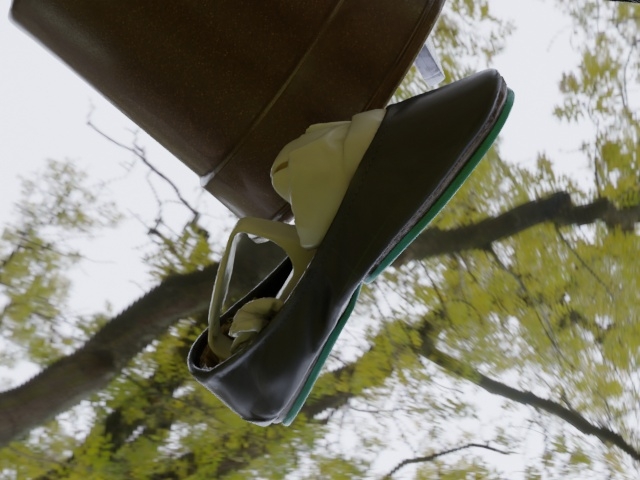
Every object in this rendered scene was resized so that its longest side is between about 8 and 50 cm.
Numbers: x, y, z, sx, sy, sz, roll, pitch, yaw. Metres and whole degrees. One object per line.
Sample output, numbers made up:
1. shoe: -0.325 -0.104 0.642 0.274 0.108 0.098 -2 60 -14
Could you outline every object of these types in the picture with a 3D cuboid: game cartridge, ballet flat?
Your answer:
1. game cartridge: 0.064 -0.146 0.815 0.017 0.083 0.056 -20 -123 15
2. ballet flat: 0.000 0.000 0.494 0.074 0.074 0.203 46 -56 19

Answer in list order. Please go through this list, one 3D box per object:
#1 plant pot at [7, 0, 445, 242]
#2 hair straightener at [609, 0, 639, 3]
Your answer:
1. plant pot: -0.052 -0.112 0.582 0.165 0.167 0.167 34 -91 -11
2. hair straightener: 0.198 -0.126 0.611 0.230 0.047 0.089 34 -52 24
